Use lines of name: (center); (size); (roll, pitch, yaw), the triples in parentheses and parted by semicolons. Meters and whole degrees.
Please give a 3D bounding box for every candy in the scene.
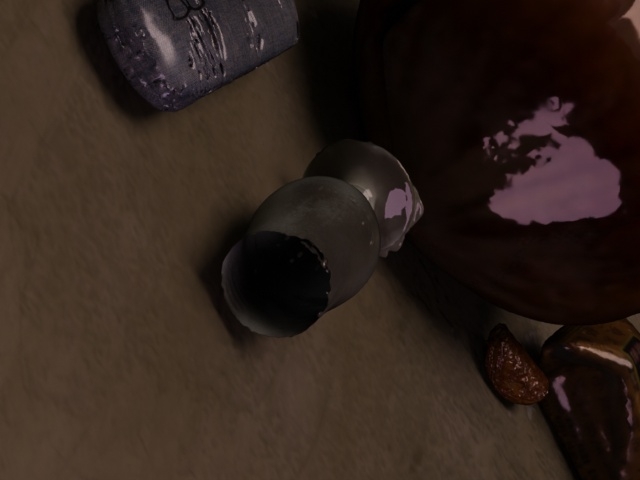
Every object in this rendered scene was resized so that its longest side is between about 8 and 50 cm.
candy: (0.290, 0.196, 1.876); (0.143, 0.101, 0.271); (-34, 104, -59)

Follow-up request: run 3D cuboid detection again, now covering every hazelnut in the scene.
hazelnut: (0.208, -0.124, 1.732); (0.409, 0.359, 0.359); (49, 27, -10)

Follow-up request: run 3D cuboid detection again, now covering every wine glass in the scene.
wine glass: (0.000, 0.000, 1.482); (0.103, 0.103, 0.222); (61, 25, -8)

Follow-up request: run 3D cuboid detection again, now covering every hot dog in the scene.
hot dog: (0.174, 0.114, 1.790); (0.083, 0.035, 0.058); (51, 28, -27)

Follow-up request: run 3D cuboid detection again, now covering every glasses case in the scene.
glasses case: (-0.088, -0.170, 1.503); (0.109, 0.067, 0.282); (64, 26, -6)
